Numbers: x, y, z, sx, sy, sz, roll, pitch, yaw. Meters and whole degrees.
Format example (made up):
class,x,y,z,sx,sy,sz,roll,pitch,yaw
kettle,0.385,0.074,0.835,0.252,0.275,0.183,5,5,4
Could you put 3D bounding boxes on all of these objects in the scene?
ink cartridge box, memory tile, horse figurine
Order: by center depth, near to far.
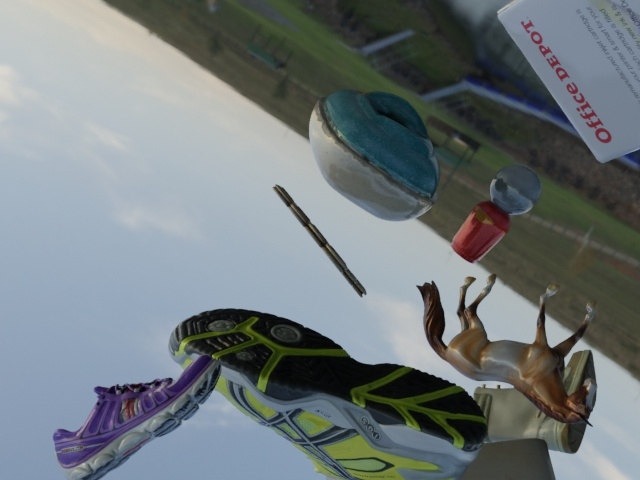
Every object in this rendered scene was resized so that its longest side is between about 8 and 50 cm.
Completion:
class,x,y,z,sx,sy,sz,roll,pitch,yaw
ink cartridge box,0.358,-0.239,0.764,0.198,0.197,0.270,52,148,-9
memory tile,0.000,0.000,0.933,0.148,0.012,0.113,50,179,34
horse figurine,0.244,0.134,1.057,0.263,0.174,0.066,12,160,25

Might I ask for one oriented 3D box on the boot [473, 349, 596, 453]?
class,x,y,z,sx,sy,sz,roll,pitch,yaw
boot,0.320,0.234,1.200,0.165,0.077,0.213,-6,-156,33

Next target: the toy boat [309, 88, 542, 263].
class,x,y,z,sx,sy,sz,roll,pitch,yaw
toy boat,0.134,-0.101,1.047,0.318,0.148,0.267,31,-161,-16

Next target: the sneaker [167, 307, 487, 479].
class,x,y,z,sx,sy,sz,roll,pitch,yaw
sneaker,-0.010,0.201,0.933,0.385,0.147,0.145,22,-153,11

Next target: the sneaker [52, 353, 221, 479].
class,x,y,z,sx,sy,sz,roll,pitch,yaw
sneaker,-0.169,0.151,0.729,0.071,0.170,0.068,55,170,14

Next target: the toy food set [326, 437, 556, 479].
class,x,y,z,sx,sy,sz,roll,pitch,yaw
toy food set,0.170,0.385,1.026,0.306,0.219,0.092,-7,153,-1
